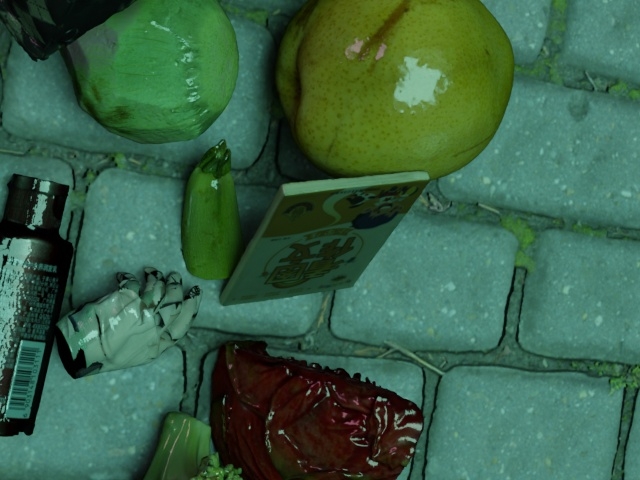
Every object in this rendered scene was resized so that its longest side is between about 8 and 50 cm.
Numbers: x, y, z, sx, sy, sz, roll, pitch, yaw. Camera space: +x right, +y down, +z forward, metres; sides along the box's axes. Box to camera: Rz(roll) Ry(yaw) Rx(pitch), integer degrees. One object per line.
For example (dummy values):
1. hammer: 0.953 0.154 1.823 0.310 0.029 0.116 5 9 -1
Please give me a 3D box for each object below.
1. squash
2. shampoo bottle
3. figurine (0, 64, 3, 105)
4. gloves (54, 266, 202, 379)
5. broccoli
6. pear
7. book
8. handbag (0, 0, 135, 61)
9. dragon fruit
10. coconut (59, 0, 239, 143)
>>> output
1. squash: -0.144 -0.051 1.741 0.090 0.075 0.200 -3 121 -8
2. shampoo bottle: -0.387 0.079 1.633 0.129 0.084 0.323 11 91 -33
3. figurine: -0.439 -0.169 1.409 0.186 0.382 0.261 8 93 -14
4. gloves: -0.237 0.107 1.688 0.212 0.111 0.127 -22 108 -25
5. broccoli: -0.199 0.346 1.709 0.247 0.263 0.243 5 63 3
6. pear: 0.096 -0.214 1.723 0.314 0.314 0.314 -3 98 -26
7. book: 0.000 0.000 1.722 0.208 0.295 0.020 -8 63 -25
8. handbag: -0.225 -0.402 1.482 0.317 0.180 0.416 51 47 7
9. dragon fruit: 0.013 0.232 1.752 0.302 0.330 0.240 49 53 -20
10. coconut: -0.222 -0.232 1.607 0.236 0.236 0.204 24 69 -26
